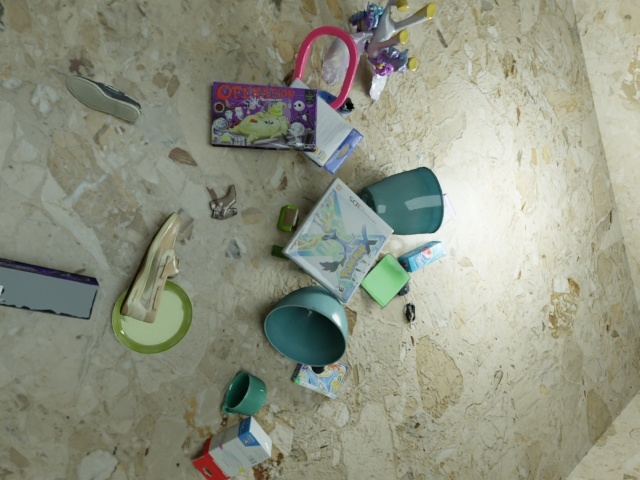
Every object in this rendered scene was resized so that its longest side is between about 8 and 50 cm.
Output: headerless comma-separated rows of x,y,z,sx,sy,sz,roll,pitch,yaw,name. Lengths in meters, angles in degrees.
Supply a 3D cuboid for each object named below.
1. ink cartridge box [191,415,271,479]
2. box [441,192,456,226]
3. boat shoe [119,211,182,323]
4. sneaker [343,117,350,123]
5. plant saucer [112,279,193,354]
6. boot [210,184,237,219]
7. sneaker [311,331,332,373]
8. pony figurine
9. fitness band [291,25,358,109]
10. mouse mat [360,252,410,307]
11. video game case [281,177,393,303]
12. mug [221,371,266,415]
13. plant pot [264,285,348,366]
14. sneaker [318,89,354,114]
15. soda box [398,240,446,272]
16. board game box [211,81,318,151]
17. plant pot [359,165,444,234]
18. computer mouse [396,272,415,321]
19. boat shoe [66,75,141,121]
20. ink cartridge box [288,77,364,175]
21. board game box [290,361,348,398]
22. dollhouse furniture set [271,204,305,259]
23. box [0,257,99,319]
-0.297,0.710,1.506,0.231,0.078,0.134,-29,109,6,ink cartridge box
0.527,-0.121,1.995,0.162,0.029,0.116,-36,108,-25,box
-0.486,0.079,1.356,0.110,0.122,0.340,26,70,-21,boat shoe
0.009,-0.414,1.646,0.225,0.093,0.088,-23,104,-23,sneaker
-0.526,0.236,1.407,0.241,0.037,0.240,-1,92,-30,plant saucer
-0.328,-0.128,1.503,0.087,0.042,0.118,-5,88,-22,boot
0.039,0.401,1.686,0.097,0.084,0.234,46,50,-36,sneaker
0.212,-0.713,1.644,0.303,0.363,0.350,9,104,-37,pony figurine
0.016,-0.597,1.577,0.209,0.054,0.290,19,114,2,fitness band
0.271,0.164,1.849,0.190,0.007,0.152,-45,98,-14,mouse mat
0.069,0.001,1.550,0.300,0.036,0.329,41,72,-20,video game case
-0.255,0.533,1.536,0.097,0.158,0.129,37,50,-29,mug
-0.029,0.273,1.584,0.290,0.290,0.195,53,34,-21,plant pot
0.060,-0.524,1.676,0.152,0.085,0.058,26,80,-28,sneaker
0.441,0.067,1.929,0.210,0.071,0.067,-23,104,-27,soda box
-0.185,-0.411,1.496,0.347,0.056,0.208,1,88,-8,board game box
0.301,-0.136,1.744,0.256,0.272,0.271,-11,98,-15,plant pot
0.367,0.242,1.914,0.071,0.041,0.242,-30,107,-26,computer mouse
-0.631,-0.423,1.316,0.206,0.075,0.064,25,37,-23,boat shoe
-0.022,-0.394,1.573,0.311,0.065,0.185,39,89,-6,ink cartridge box
-0.001,0.511,1.720,0.201,0.035,0.136,31,77,-27,board game box
0.000,0.000,1.629,0.302,0.151,0.197,16,84,-29,dollhouse furniture set
-0.747,0.126,1.193,0.261,0.184,0.103,18,81,-29,box
